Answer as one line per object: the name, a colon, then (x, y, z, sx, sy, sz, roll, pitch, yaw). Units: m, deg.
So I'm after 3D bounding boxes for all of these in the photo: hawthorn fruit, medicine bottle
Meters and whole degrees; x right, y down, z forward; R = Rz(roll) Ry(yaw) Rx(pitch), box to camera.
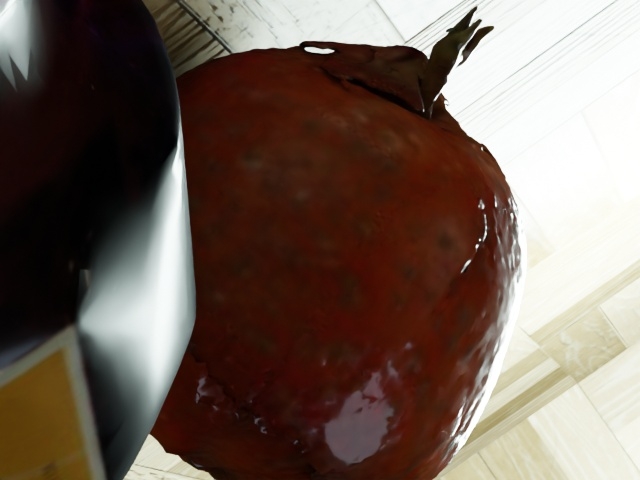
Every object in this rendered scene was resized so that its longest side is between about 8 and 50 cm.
hawthorn fruit: (0.000, 0.000, 0.968, 0.307, 0.276, 0.276, -50, 159, 5)
medicine bottle: (-0.162, -0.058, 0.597, 0.242, 0.242, 0.395, -26, 148, -22)
